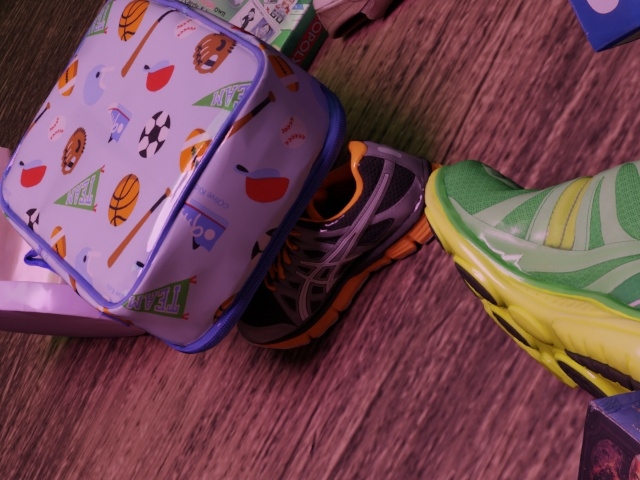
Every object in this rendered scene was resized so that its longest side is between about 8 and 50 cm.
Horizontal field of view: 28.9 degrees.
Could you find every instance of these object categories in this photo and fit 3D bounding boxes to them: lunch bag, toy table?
[{"bbox_3d":[-0.128,-0.058,0.952,0.303,0.115,0.243,33,95,53],"label":"lunch bag"},{"bbox_3d":[-0.262,0.003,1.194,0.274,0.252,0.161,-2,77,41],"label":"toy table"}]

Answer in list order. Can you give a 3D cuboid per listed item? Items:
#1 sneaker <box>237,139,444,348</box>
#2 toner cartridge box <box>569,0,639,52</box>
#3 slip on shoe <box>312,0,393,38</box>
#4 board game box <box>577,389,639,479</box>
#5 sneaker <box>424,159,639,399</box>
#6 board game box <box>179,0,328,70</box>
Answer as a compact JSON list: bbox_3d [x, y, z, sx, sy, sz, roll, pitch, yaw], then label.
[{"bbox_3d":[0.000,0.000,0.921,0.215,0.083,0.084,-44,33,28],"label":"sneaker"},{"bbox_3d":[0.138,-0.285,0.678,0.075,0.348,0.165,-28,-3,42],"label":"toner cartridge box"},{"bbox_3d":[0.048,-0.215,1.092,0.135,0.051,0.041,-16,90,42],"label":"slip on shoe"},{"bbox_3d":[0.168,0.180,0.444,0.243,0.042,0.165,-137,46,-61],"label":"board game box"},{"bbox_3d":[0.157,0.013,0.662,0.123,0.109,0.295,-42,29,-6],"label":"sneaker"},{"bbox_3d":[-0.091,-0.296,1.251,0.317,0.046,0.214,38,96,37],"label":"board game box"}]
